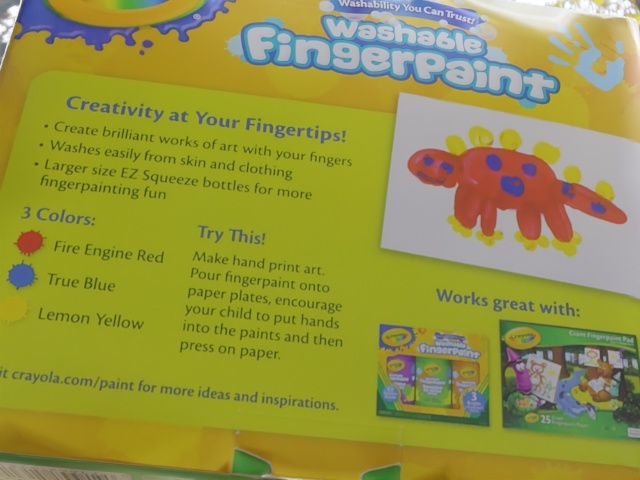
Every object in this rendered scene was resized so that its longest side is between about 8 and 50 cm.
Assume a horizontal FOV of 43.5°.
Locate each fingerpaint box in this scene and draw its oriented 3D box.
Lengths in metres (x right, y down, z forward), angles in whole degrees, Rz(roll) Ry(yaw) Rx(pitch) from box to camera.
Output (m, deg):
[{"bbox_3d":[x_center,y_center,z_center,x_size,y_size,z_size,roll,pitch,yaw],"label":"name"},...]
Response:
[{"bbox_3d":[0.000,0.000,0.571,0.445,0.370,0.163,6,-27,-6],"label":"fingerpaint box"}]
